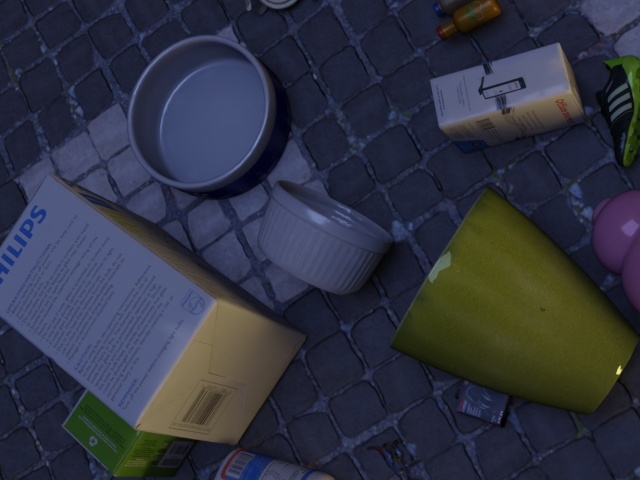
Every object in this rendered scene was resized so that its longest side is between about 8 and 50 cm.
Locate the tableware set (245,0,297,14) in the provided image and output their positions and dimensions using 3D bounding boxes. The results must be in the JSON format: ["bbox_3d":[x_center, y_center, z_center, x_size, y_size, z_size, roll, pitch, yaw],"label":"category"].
[{"bbox_3d":[-0.078,-0.488,2.177,0.128,0.039,0.194,-9,82,8],"label":"tableware set"}]

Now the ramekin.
[{"bbox_3d":[0.000,0.000,1.959,0.207,0.207,0.109,31,100,24],"label":"ramekin"}]

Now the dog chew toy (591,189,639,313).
[{"bbox_3d":[0.518,0.044,1.752,0.332,0.206,0.206,41,95,32],"label":"dog chew toy"}]

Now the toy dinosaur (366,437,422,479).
[{"bbox_3d":[0.123,0.347,1.936,0.090,0.047,0.082,-24,78,50],"label":"toy dinosaur"}]

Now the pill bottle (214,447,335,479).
[{"bbox_3d":[-0.047,0.406,1.933,0.221,0.124,0.124,14,84,24],"label":"pill bottle"}]

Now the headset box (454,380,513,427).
[{"bbox_3d":[0.245,0.240,1.902,0.083,0.032,0.062,17,86,22],"label":"headset box"}]

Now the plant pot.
[{"bbox_3d":[0.295,0.113,1.806,0.293,0.275,0.275,31,92,8],"label":"plant pot"}]

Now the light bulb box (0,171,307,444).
[{"bbox_3d":[-0.271,0.115,1.954,0.361,0.358,0.225,34,91,25],"label":"light bulb box"}]

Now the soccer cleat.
[{"bbox_3d":[0.452,-0.194,1.900,0.072,0.060,0.179,-1,72,31],"label":"soccer cleat"}]

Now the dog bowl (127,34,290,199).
[{"bbox_3d":[-0.188,-0.205,2.125,0.265,0.104,0.265,-4,78,20],"label":"dog bowl"}]

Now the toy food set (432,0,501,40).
[{"bbox_3d":[0.193,-0.443,2.013,0.104,0.111,0.232,-28,97,20],"label":"toy food set"}]

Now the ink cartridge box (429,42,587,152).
[{"bbox_3d":[0.288,-0.213,1.915,0.203,0.148,0.086,-14,72,17],"label":"ink cartridge box"}]

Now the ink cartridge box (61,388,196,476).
[{"bbox_3d":[-0.345,0.269,2.045,0.255,0.189,0.097,36,95,25],"label":"ink cartridge box"}]
